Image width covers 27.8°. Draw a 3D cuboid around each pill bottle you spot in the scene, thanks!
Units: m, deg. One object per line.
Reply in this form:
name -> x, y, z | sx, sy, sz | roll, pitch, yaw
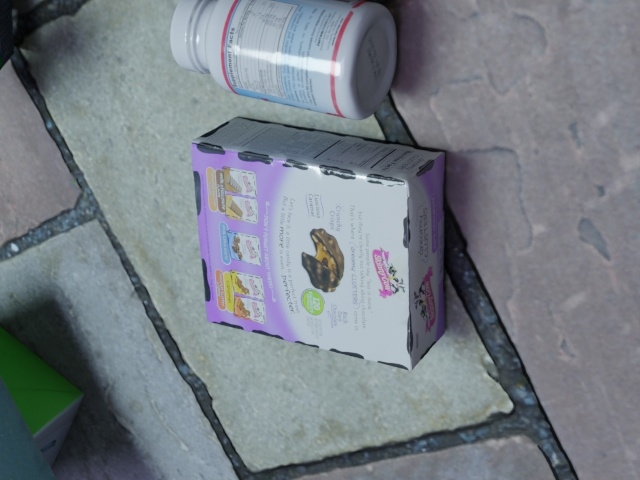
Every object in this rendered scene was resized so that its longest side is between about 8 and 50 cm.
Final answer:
pill bottle -> -0.029, -0.147, 0.978 | 0.160, 0.087, 0.087 | 15, 121, 25

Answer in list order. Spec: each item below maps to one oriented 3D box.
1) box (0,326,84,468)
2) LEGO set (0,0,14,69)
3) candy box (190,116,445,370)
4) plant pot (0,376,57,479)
box -> -0.412, 0.185, 1.355 | 0.262, 0.127, 0.231 | 36, 128, 11
LEGO set -> -0.369, -0.237, 1.033 | 0.192, 0.255, 0.331 | 6, 127, 3
candy box -> 0.000, 0.000, 1.045 | 0.196, 0.070, 0.165 | 12, 119, 27
plant pot -> -0.418, 0.250, 1.157 | 0.247, 0.252, 0.248 | -20, 102, 34
